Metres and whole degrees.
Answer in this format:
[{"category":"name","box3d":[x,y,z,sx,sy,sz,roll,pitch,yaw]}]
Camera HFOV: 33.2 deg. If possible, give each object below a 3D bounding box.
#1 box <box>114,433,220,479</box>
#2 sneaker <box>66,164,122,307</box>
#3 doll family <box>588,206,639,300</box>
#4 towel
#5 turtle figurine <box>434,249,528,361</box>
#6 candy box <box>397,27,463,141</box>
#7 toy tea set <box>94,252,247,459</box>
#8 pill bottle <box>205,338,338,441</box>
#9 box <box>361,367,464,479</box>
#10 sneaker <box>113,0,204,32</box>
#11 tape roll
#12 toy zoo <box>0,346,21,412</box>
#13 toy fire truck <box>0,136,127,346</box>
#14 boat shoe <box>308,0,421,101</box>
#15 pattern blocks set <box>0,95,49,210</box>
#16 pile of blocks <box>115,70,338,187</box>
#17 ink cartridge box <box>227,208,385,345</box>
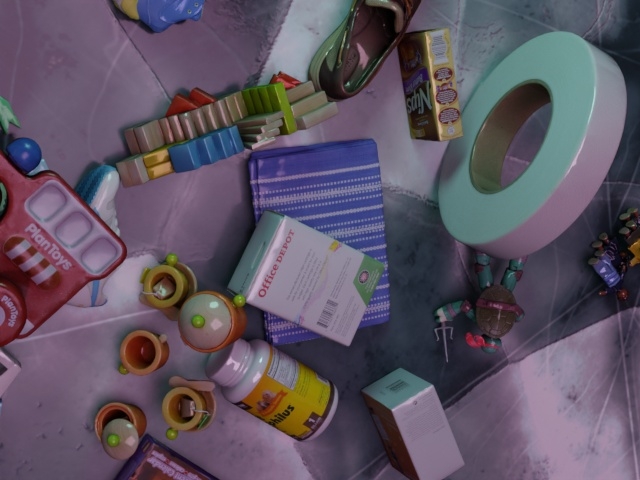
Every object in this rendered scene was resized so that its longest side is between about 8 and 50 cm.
[{"category":"box","box3d":[-0.231,0.487,1.805,0.293,0.057,0.201,38,84,-22]},{"category":"sneaker","box3d":[-0.351,-0.006,1.677,0.092,0.087,0.228,14,100,-30]},{"category":"doll family","box3d":[0.590,0.033,2.071,0.193,0.076,0.111,-40,114,-7]},{"category":"towel","box3d":[0.000,0.000,1.847,0.243,0.040,0.336,-10,103,-22]},{"category":"turtle figurine","box3d":[0.311,0.118,1.948,0.175,0.118,0.234,12,87,-23]},{"category":"candy box","box3d":[0.187,-0.266,1.839,0.053,0.109,0.186,-15,103,-20]},{"category":"toy tea set","box3d":[-0.246,0.196,1.681,0.200,0.124,0.336,20,92,17]},{"category":"pill bottle","box3d":[-0.083,0.243,1.798,0.215,0.117,0.117,34,84,-22]},{"category":"box","box3d":[0.163,0.332,1.905,0.091,0.130,0.170,-27,106,-17]},{"category":"sneaker","box3d":[-0.206,-0.421,1.668,0.240,0.091,0.126,-41,122,6]},{"category":"tape roll","box3d":[0.338,-0.158,1.767,0.072,0.392,0.392,24,88,-24]},{"category":"toy zoo","box3d":[-0.594,0.188,1.617,0.192,0.030,0.293,-42,112,-6]},{"category":"toy fire truck","box3d":[-0.462,-0.012,1.536,0.254,0.169,0.302,-42,110,-5]},{"category":"boat shoe","box3d":[0.107,-0.380,1.782,0.123,0.123,0.342,36,84,-23]},{"category":"pattern blocks set","box3d":[-0.579,-0.085,1.598,0.325,0.026,0.285,-38,110,-13]},{"category":"pile of blocks","box3d":[-0.154,-0.194,1.689,0.362,0.149,0.112,-23,106,-17]},{"category":"ink cartridge box","box3d":[-0.024,0.061,1.774,0.212,0.093,0.154,26,88,-28]}]
